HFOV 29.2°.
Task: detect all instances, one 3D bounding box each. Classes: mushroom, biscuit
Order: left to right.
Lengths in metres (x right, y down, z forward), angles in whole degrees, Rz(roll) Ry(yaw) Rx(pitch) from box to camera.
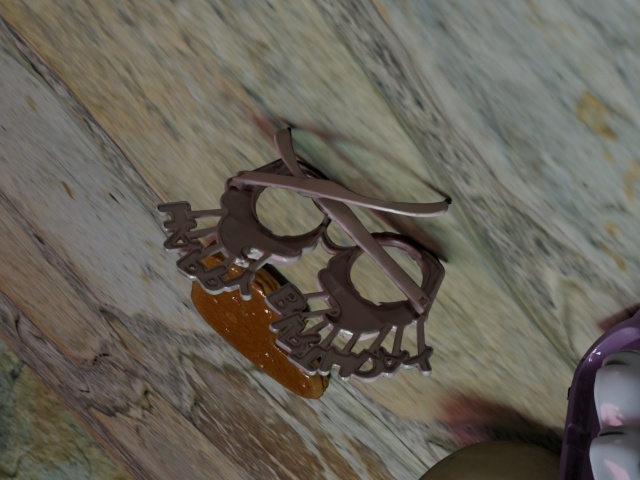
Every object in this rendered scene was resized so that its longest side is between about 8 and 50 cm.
[{"bbox_3d":[-0.057,0.087,1.310,0.186,0.036,0.192,39,156,7],"label":"biscuit"},{"bbox_3d":[0.177,0.284,1.109,0.207,0.207,0.215,31,-173,28],"label":"mushroom"}]

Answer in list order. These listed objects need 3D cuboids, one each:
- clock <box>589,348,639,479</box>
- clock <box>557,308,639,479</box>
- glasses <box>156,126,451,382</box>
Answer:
[{"bbox_3d":[0.293,0.107,0.645,0.254,0.189,0.189,-15,119,49],"label":"clock"},{"bbox_3d":[0.209,0.116,0.806,0.050,0.153,0.110,29,133,-8],"label":"clock"},{"bbox_3d":[-0.004,0.008,0.942,0.255,0.162,0.095,34,151,22],"label":"glasses"}]
